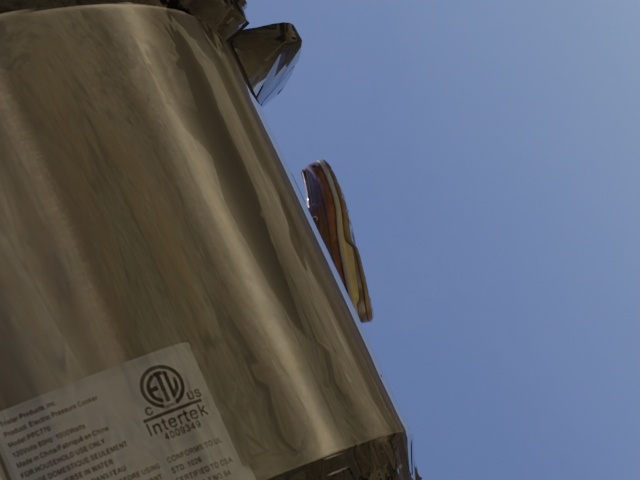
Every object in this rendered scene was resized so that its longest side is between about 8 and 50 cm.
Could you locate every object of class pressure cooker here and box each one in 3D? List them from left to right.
[{"bbox_3d":[-0.176,0.026,0.772,0.370,0.375,0.420,-6,-112,-61],"label":"pressure cooker"}]

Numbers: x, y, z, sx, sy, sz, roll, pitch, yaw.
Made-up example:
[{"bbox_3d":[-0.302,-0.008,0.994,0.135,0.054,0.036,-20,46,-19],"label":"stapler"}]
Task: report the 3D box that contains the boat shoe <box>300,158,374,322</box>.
[{"bbox_3d":[0.000,0.001,1.260,0.064,0.060,0.178,75,-178,-50],"label":"boat shoe"}]
